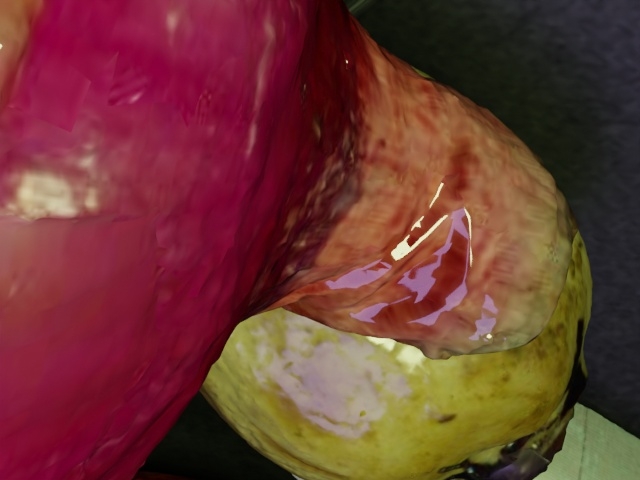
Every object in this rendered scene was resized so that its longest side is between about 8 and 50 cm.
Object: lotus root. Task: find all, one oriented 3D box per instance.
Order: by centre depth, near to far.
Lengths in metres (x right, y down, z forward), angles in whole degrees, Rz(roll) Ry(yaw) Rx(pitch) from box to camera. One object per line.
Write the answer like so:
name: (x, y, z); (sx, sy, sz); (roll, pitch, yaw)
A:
lotus root: (0.000, 0.000, 0.636); (0.214, 0.138, 0.138); (37, 139, -10)

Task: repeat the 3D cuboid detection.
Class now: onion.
onion: (-0.102, -0.039, 0.472); (0.385, 0.347, 0.348); (16, 146, -25)

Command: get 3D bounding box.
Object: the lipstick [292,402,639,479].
lipstick: (0.136, 0.135, 0.821); (0.317, 0.068, 0.066); (32, 141, -21)

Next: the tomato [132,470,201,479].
tomato: (-0.081, 0.214, 0.919); (0.290, 0.176, 0.335); (3, 148, -21)
